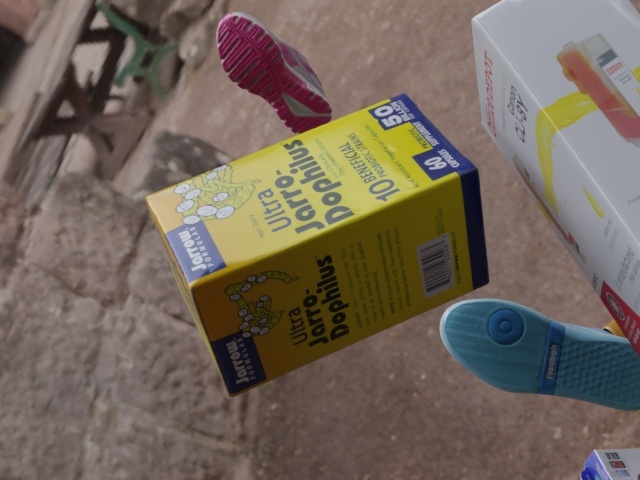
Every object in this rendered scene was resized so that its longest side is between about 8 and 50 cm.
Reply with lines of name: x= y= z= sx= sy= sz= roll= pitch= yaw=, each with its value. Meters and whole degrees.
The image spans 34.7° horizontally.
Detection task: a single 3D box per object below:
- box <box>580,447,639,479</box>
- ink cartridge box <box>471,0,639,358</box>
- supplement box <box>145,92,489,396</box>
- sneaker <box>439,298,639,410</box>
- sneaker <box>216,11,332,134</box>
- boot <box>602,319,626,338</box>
box: x=0.322 y=0.242 z=1.004 sx=0.081 sy=0.136 sz=0.028 roll=-113 pitch=37 yaw=-45
ink cartridge box: x=0.339 y=-0.089 z=1.178 sx=0.160 sy=0.279 sz=0.385 roll=-29 pitch=68 yaw=0
supplement box: x=0.000 y=0.000 z=1.251 sx=0.356 sy=0.195 sz=0.194 roll=-23 pitch=42 yaw=-10
sneaker: x=0.326 y=0.167 z=1.519 sx=0.208 sy=0.319 sz=0.127 roll=29 pitch=-101 yaw=-86
sneaker: x=-0.083 y=-0.292 z=1.737 sx=0.103 sy=0.252 sz=0.111 roll=-33 pitch=32 yaw=17
boot: x=0.529 y=0.106 z=1.644 sx=0.104 sy=0.211 sz=0.295 roll=-30 pitch=75 yaw=60
